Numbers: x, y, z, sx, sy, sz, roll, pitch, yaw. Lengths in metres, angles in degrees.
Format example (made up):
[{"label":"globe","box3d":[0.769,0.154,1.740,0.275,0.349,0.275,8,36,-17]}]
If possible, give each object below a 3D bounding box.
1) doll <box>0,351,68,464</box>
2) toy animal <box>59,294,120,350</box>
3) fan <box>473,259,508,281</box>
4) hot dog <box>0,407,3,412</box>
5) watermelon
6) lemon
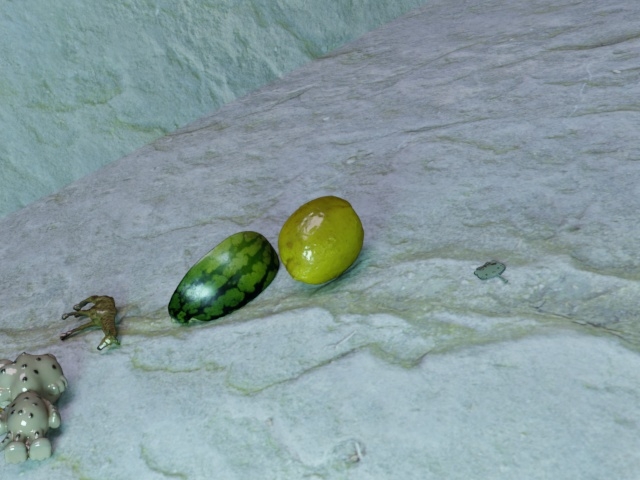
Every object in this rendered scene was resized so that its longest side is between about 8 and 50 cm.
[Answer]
[{"label":"doll","box3d":[-0.596,0.333,1.520,0.154,0.119,0.278,2,31,-13]},{"label":"toy animal","box3d":[-0.534,0.192,1.810,0.275,0.054,0.149,7,42,44]},{"label":"fan","box3d":[0.324,0.061,1.407,0.056,0.004,0.083,-28,28,-9]},{"label":"hot dog","box3d":[-0.721,0.389,1.604,0.165,0.045,0.071,-17,26,14]},{"label":"watermelon","box3d":[-0.191,0.092,1.693,0.303,0.159,0.128,-38,68,-24]},{"label":"lemon","box3d":[0.000,0.000,1.605,0.207,0.170,0.170,-40,30,-18]}]
